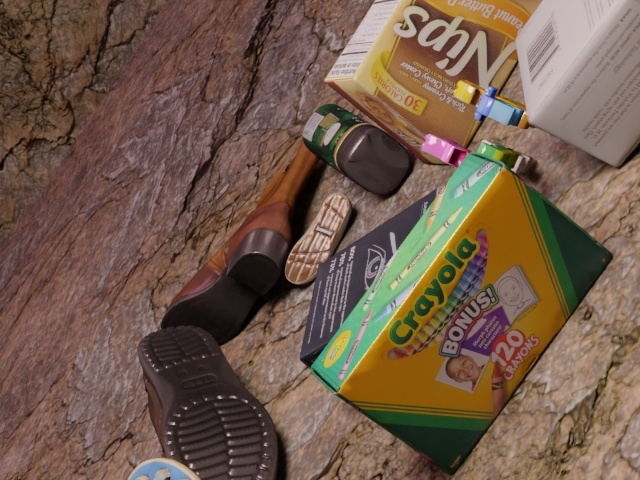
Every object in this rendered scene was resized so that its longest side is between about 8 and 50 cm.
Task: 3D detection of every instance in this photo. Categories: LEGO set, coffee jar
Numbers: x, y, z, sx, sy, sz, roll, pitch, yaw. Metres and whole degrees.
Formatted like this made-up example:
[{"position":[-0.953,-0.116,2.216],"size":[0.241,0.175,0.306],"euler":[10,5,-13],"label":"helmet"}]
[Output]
[{"position":[0.174,-0.128,1.645],"size":[0.087,0.093,0.227],"euler":[-66,-18,11],"label":"LEGO set"},{"position":[0.048,-0.123,2.023],"size":[0.079,0.096,0.184],"euler":[-55,25,2],"label":"coffee jar"}]

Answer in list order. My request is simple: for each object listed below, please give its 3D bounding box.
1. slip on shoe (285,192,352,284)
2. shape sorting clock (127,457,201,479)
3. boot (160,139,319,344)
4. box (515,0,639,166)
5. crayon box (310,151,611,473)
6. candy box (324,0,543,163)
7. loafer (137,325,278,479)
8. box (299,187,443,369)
[{"position":[0.000,0.000,2.015],"size":[0.135,0.051,0.041],"euler":[-63,-15,-2],"label":"slip on shoe"},{"position":[-0.167,0.348,1.710],"size":[0.206,0.040,0.206],"euler":[18,114,47],"label":"shape sorting clock"},{"position":[-0.112,-0.002,2.154],"size":[0.264,0.096,0.280],"euler":[-51,14,39],"label":"boot"},{"position":[0.309,-0.211,1.610],"size":[0.182,0.119,0.181],"euler":[-55,20,32],"label":"box"},{"position":[0.141,0.072,1.517],"size":[0.278,0.165,0.081],"euler":[-54,24,-1],"label":"crayon box"},{"position":[0.166,-0.276,1.913],"size":[0.316,0.183,0.087],"euler":[-59,24,-13],"label":"candy box"},{"position":[-0.134,0.245,1.862],"size":[0.133,0.130,0.366],"euler":[-9,31,-11],"label":"loafer"},{"position":[0.090,0.065,1.684],"size":[0.207,0.108,0.153],"euler":[-32,31,37],"label":"box"}]
